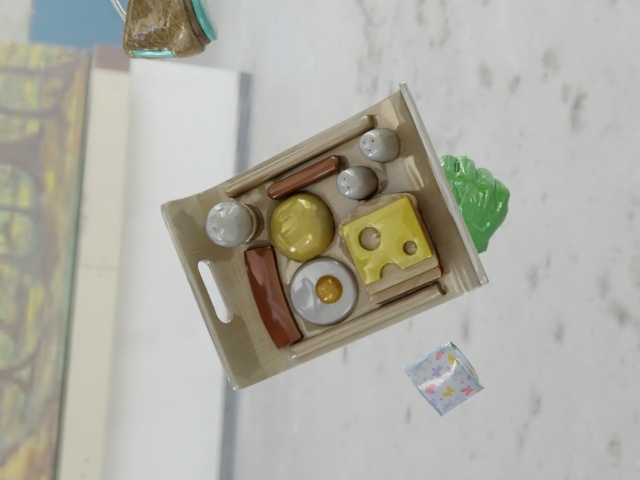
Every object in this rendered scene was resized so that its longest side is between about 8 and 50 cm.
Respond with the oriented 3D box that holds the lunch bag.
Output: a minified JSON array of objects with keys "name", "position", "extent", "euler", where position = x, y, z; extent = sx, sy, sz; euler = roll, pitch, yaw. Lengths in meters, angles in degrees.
[{"name":"lunch bag","position":[0.154,0.168,1.519],"extent":[0.071,0.083,0.053],"euler":[-36,33,9]}]

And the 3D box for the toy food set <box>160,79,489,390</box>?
[{"name":"toy food set","position":[0.000,0.000,1.241],"extent":[0.092,0.306,0.219],"euler":[-9,-105,-67]}]

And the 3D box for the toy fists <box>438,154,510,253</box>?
[{"name":"toy fists","position":[0.153,-0.081,1.856],"extent":[0.142,0.279,0.096],"euler":[99,-170,-46]}]

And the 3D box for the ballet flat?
[{"name":"ballet flat","position":[-0.195,-0.332,1.371],"extent":[0.116,0.124,0.342],"euler":[60,-163,-56]}]
